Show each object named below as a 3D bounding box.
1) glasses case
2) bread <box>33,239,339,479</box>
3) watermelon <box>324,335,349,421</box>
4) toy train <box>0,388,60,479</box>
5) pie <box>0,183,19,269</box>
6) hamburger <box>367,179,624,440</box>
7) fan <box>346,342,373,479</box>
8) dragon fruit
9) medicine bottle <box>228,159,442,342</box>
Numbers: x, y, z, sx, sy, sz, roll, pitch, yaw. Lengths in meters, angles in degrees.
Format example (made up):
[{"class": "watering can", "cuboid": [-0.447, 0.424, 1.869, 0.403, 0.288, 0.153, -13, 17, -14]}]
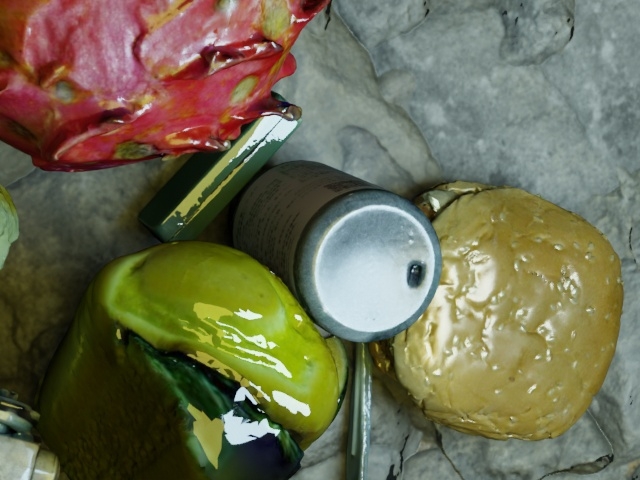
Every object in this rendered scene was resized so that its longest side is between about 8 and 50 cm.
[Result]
[{"class": "glasses case", "cuboid": [-0.100, -0.071, 1.946, 0.184, 0.078, 0.039, -48, 111, -5]}, {"class": "bread", "cuboid": [-0.121, 0.142, 1.805, 0.208, 0.376, 0.251, -32, 81, -24]}, {"class": "watermelon", "cuboid": [-0.040, 0.181, 2.039, 0.181, 0.075, 0.092, -27, 64, -14]}, {"class": "toy train", "cuboid": [-0.399, 0.181, 1.831, 0.299, 0.202, 0.131, 20, 77, -20]}, {"class": "pie", "cuboid": [-0.433, -0.090, 1.645, 0.395, 0.418, 0.180, 40, 80, -31]}, {"class": "hamburger", "cuboid": [0.180, 0.074, 2.026, 0.283, 0.144, 0.260, 12, 95, -24]}, {"class": "fan", "cuboid": [0.041, 0.155, 2.061, 0.023, 0.057, 0.282, 2, 94, -9]}, {"class": "dragon fruit", "cuboid": [-0.190, -0.180, 1.756, 0.386, 0.371, 0.249, -19, 116, -48]}, {"class": "medicine bottle", "cuboid": [0.000, 0.000, 1.878, 0.141, 0.293, 0.141, -4, 102, -19]}]
